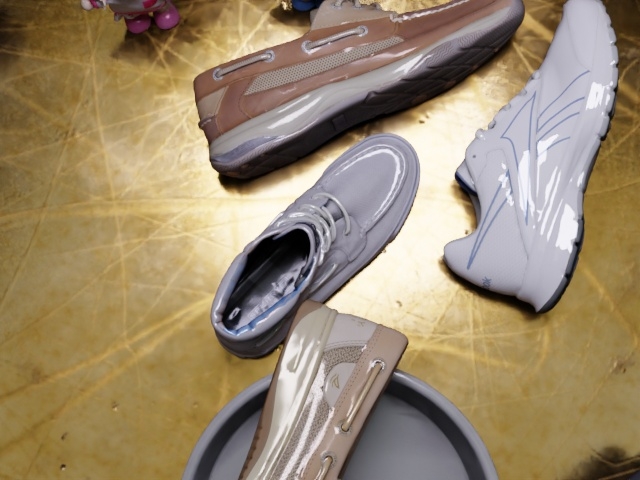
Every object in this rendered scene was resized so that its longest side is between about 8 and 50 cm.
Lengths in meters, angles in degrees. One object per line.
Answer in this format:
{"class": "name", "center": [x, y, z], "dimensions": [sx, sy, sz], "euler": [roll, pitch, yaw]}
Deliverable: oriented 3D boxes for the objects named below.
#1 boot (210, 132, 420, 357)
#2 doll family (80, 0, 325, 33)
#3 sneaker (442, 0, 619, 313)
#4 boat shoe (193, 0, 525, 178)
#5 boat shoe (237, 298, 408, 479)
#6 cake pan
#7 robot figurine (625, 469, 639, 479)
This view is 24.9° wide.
{"class": "boot", "center": [0.000, 0.000, 1.306], "dimensions": [0.095, 0.123, 0.258], "euler": [38, 84, 6]}
{"class": "doll family", "center": [-0.093, -0.275, 1.327], "dimensions": [0.263, 0.163, 0.118], "euler": [-8, 82, 0]}
{"class": "sneaker", "center": [0.196, -0.088, 1.328], "dimensions": [0.129, 0.111, 0.297], "euler": [15, 81, 9]}
{"class": "boat shoe", "center": [0.031, -0.172, 1.335], "dimensions": [0.324, 0.123, 0.116], "euler": [-25, 80, -4]}
{"class": "boat shoe", "center": [-0.016, 0.223, 1.220], "dimensions": [0.110, 0.121, 0.341], "euler": [17, 81, 4]}
{"class": "cake pan", "center": [0.018, 0.254, 1.304], "dimensions": [0.293, 0.054, 0.293], "euler": [0, 82, 1]}
{"class": "robot figurine", "center": [0.318, 0.280, 1.235], "dimensions": [0.278, 0.173, 0.209], "euler": [-33, 83, -4]}
